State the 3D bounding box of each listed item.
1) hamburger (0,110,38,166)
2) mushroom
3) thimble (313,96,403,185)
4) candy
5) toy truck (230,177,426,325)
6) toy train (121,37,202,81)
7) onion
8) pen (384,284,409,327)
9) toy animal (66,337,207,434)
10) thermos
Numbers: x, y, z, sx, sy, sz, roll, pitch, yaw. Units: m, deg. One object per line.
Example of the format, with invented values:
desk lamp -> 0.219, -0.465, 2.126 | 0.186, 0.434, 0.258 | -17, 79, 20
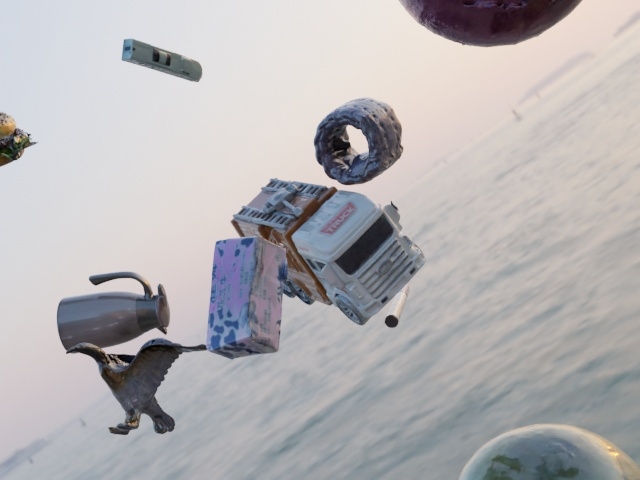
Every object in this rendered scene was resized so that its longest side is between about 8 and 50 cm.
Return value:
hamburger -> -0.639, -0.194, 1.678 | 0.189, 0.093, 0.164 | 3, 27, 21
mushroom -> 0.397, 0.475, 1.506 | 0.352, 0.260, 0.352 | -9, 33, 6
thimble -> 0.067, -0.175, 1.562 | 0.150, 0.150, 0.098 | -36, 2, 40
candy -> -0.101, 0.078, 1.202 | 0.092, 0.160, 0.073 | -11, -23, 35
toy truck -> 0.000, 0.000, 1.568 | 0.173, 0.207, 0.387 | -45, 26, -17
toy train -> -0.313, -0.363, 1.789 | 0.047, 0.043, 0.207 | 3, -3, 38
onion -> 0.271, -0.468, 1.388 | 0.358, 0.358, 0.345 | -35, -26, -9
pen -> 0.142, 0.117, 1.606 | 0.025, 0.025, 0.204 | -35, 4, 17
toy animal -> -0.304, 0.222, 1.388 | 0.197, 0.160, 0.272 | 11, -27, -42
thermos -> -0.370, 0.124, 1.591 | 0.193, 0.137, 0.105 | -10, 12, 8
